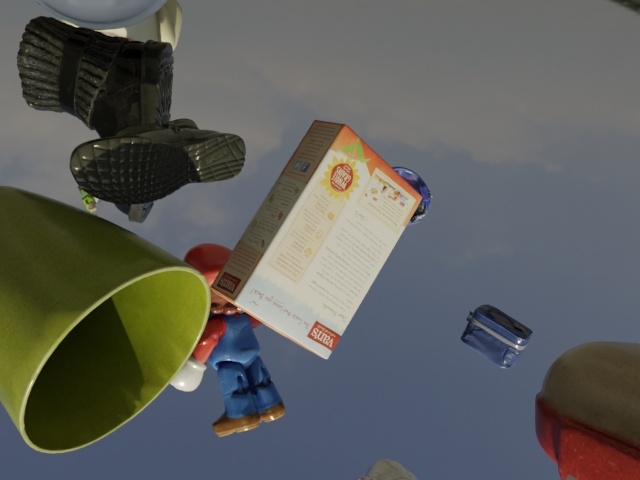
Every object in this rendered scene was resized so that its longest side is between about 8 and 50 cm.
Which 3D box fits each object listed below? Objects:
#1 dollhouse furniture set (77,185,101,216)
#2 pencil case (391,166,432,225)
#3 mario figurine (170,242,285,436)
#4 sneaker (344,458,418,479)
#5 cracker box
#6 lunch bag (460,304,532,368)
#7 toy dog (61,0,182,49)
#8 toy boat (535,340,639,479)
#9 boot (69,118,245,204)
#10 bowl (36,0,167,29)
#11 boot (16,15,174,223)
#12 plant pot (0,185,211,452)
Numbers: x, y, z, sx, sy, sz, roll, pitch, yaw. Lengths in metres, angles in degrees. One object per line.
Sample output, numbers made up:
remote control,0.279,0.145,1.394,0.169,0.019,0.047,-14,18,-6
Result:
dollhouse furniture set,-0.509,-0.071,1.670,0.058,0.152,0.076,-30,-148,-21
pencil case,0.141,-0.060,1.534,0.133,0.120,0.306,0,167,-11
mario figurine,-0.172,0.163,1.224,0.170,0.321,0.198,-16,172,2
sneaker,0.048,0.310,0.837,0.115,0.090,0.232,37,-165,2
cracker box,0.000,0.000,0.831,0.155,0.232,0.067,38,169,-36
lunch bag,0.262,0.136,1.068,0.098,0.065,0.067,32,-161,22
toy dog,-0.465,-0.486,1.499,0.284,0.396,0.408,4,165,-4
toy boat,0.218,0.140,0.370,0.230,0.151,0.151,7,-176,-29
boot,-0.236,-0.114,0.944,0.246,0.084,0.161,-12,-155,-41
bowl,-0.361,-0.470,1.102,0.297,0.298,0.134,5,-157,-7
boot,-0.413,-0.217,1.303,0.259,0.348,0.131,8,-170,1
plant pot,-0.339,0.063,0.906,0.293,0.275,0.274,37,-144,23
